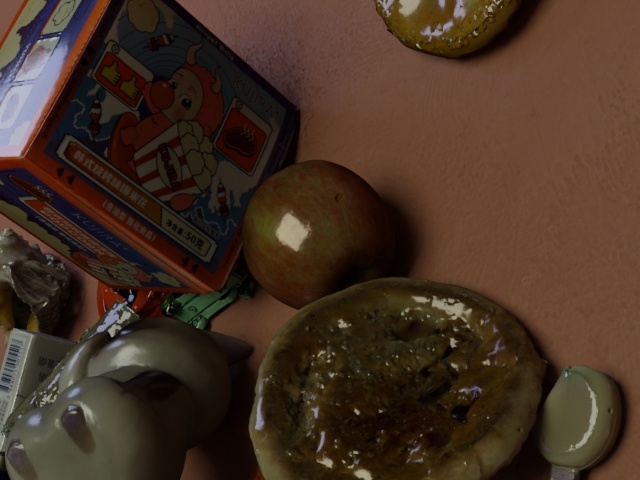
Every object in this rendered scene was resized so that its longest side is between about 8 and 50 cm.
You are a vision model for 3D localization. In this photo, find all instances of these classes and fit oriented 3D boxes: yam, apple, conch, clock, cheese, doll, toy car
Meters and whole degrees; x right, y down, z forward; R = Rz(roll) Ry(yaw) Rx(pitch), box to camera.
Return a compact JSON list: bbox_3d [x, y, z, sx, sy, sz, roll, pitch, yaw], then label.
[{"bbox_3d":[-0.345,0.205,1.987,0.259,0.093,0.093,-47,42,-6],"label":"yam"},{"bbox_3d":[0.000,0.000,1.727,0.188,0.188,0.174,-55,49,18],"label":"apple"},{"bbox_3d":[-0.483,0.092,2.240,0.178,0.163,0.245,-114,25,-56],"label":"conch"},{"bbox_3d":[-0.270,0.057,2.096,0.205,0.051,0.205,-20,61,41],"label":"clock"},{"bbox_3d":[0.261,0.215,1.473,0.092,0.047,0.171,32,100,49],"label":"cheese"},{"bbox_3d":[-0.248,0.230,1.785,0.215,0.226,0.370,-46,11,29],"label":"doll"},{"bbox_3d":[-0.159,0.073,1.958,0.143,0.073,0.054,-38,33,32],"label":"toy car"}]

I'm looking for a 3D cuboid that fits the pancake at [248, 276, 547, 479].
[{"bbox_3d":[0.081,0.163,1.540,0.356,0.065,0.356,-7,39,6],"label":"pancake"}]

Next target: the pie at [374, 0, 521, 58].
[{"bbox_3d":[0.176,-0.350,1.755,0.273,0.069,0.273,-17,65,41],"label":"pie"}]

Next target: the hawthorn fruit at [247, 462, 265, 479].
[{"bbox_3d":[0.022,0.332,1.581,0.205,0.205,0.253,-47,52,25],"label":"hawthorn fruit"}]

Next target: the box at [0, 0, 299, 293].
[{"bbox_3d":[-0.268,-0.144,1.894,0.257,0.348,0.318,-2,57,47],"label":"box"}]

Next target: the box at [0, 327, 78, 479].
[{"bbox_3d":[-0.415,0.274,2.084,0.071,0.168,0.259,10,82,46],"label":"box"}]
